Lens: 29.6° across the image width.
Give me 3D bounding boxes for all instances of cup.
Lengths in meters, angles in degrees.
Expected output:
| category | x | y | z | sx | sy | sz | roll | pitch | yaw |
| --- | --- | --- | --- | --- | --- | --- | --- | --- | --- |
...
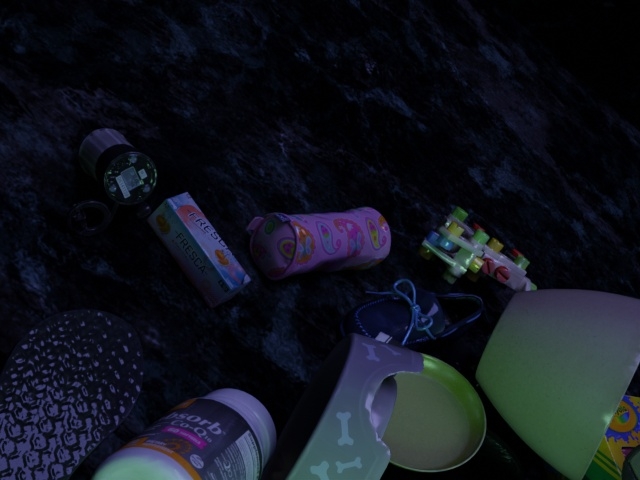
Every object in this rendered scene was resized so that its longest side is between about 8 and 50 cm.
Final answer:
| category | x | y | z | sx | sy | sz | roll | pitch | yaw |
| --- | --- | --- | --- | --- | --- | --- | --- | --- | --- |
| cup | 0.407 | 0.212 | 2.071 | 0.236 | 0.331 | 0.331 | 26 | 30 | 14 |

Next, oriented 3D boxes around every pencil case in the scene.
| category | x | y | z | sx | sy | sz | roll | pitch | yaw |
| --- | --- | --- | --- | --- | --- | --- | --- | --- | --- |
| pencil case | 0.000 | 0.000 | 2.123 | 0.284 | 0.124 | 0.124 | -4 | 60 | -49 |

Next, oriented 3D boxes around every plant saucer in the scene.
| category | x | y | z | sx | sy | sz | roll | pitch | yaw |
| --- | --- | --- | --- | --- | --- | --- | --- | --- | --- |
| plant saucer | 0.155 | 0.290 | 2.014 | 0.240 | 0.037 | 0.241 | 9 | 46 | -10 |

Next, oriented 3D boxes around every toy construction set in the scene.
| category | x | y | z | sx | sy | sz | roll | pitch | yaw |
| --- | --- | --- | --- | --- | --- | --- | --- | --- | --- |
| toy construction set | 0.333 | 0.063 | 2.412 | 0.328 | 0.151 | 0.215 | 48 | 8 | -16 |

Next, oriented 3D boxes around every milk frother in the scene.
| category | x | y | z | sx | sy | sz | roll | pitch | yaw |
| --- | --- | --- | --- | --- | --- | --- | --- | --- | --- |
| milk frother | -0.337 | -0.088 | 1.854 | 0.143 | 0.129 | 0.134 | -14 | 26 | -24 |

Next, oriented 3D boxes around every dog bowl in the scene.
| category | x | y | z | sx | sy | sz | roll | pitch | yaw |
| --- | --- | --- | --- | --- | --- | --- | --- | --- | --- |
| dog bowl | 0.012 | 0.282 | 1.669 | 0.102 | 0.349 | 0.349 | 29 | 36 | -4 |

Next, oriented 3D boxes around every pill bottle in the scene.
| category | x | y | z | sx | sy | sz | roll | pitch | yaw |
| --- | --- | --- | --- | --- | --- | --- | --- | --- | --- |
| pill bottle | -0.169 | 0.299 | 1.575 | 0.162 | 0.162 | 0.278 | 50 | 24 | 3 |

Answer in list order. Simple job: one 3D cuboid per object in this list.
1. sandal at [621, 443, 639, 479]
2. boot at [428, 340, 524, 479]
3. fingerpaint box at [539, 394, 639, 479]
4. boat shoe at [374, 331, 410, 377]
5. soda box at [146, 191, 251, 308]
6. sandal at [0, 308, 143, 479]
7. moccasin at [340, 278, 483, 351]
| category | x | y | z | sx | sy | sz | roll | pitch | yaw |
| --- | --- | --- | --- | --- | --- | --- | --- | --- | --- |
| sandal | 0.632 | 0.483 | 2.106 | 0.303 | 0.120 | 0.086 | 50 | 9 | 0 |
| boot | 0.295 | 0.309 | 2.170 | 0.246 | 0.094 | 0.207 | 44 | 37 | 3 |
| fingerpaint box | 0.648 | 0.498 | 2.322 | 0.444 | 0.163 | 0.371 | 15 | 47 | -41 |
| boat shoe | 0.083 | 0.232 | 1.965 | 0.070 | 0.078 | 0.219 | 27 | 44 | 11 |
| soda box | -0.195 | 0.015 | 1.933 | 0.183 | 0.063 | 0.058 | 53 | 33 | 7 |
| sandal | -0.367 | 0.256 | 1.480 | 0.167 | 0.107 | 0.446 | 41 | 47 | -14 |
| moccasin | 0.169 | 0.129 | 2.186 | 0.342 | 0.117 | 0.138 | -10 | 64 | -52 |
